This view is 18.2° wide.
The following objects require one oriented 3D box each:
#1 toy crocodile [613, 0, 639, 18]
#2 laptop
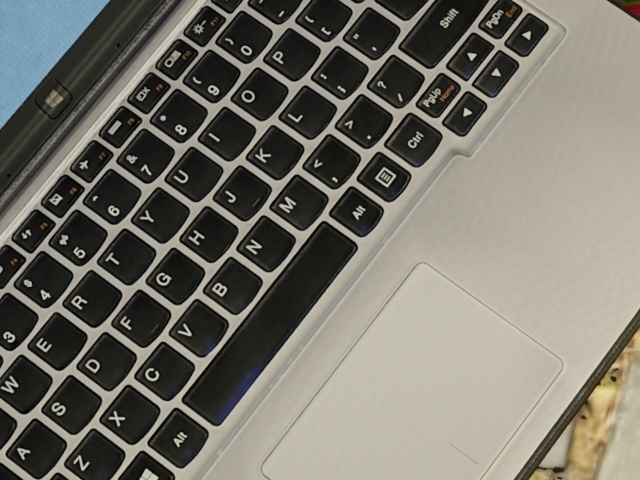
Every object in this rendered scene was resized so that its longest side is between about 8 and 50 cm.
[{"bbox_3d":[0.127,-0.162,0.944,0.115,0.105,0.340,-12,103,-18],"label":"toy crocodile"},{"bbox_3d":[-0.072,-0.054,0.774,0.408,0.236,0.382,36,77,11],"label":"laptop"}]
